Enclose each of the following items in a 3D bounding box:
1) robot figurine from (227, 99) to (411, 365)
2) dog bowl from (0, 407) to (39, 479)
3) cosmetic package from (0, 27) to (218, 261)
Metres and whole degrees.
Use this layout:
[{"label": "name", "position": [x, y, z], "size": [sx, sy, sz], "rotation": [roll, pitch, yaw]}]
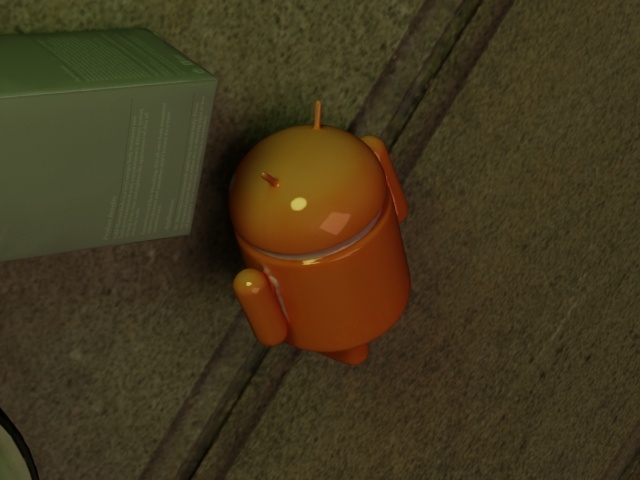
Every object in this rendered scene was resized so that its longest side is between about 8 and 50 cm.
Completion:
[{"label": "robot figurine", "position": [0.001, -0.001, 1.223], "size": [0.158, 0.128, 0.219], "rotation": [-20, 133, -4]}, {"label": "dog bowl", "position": [-0.377, 0.148, 0.899], "size": [0.408, 0.150, 0.408], "rotation": [-17, 140, -15]}, {"label": "cosmetic package", "position": [-0.195, -0.062, 1.024], "size": [0.238, 0.107, 0.127], "rotation": [-5, 121, -37]}]
